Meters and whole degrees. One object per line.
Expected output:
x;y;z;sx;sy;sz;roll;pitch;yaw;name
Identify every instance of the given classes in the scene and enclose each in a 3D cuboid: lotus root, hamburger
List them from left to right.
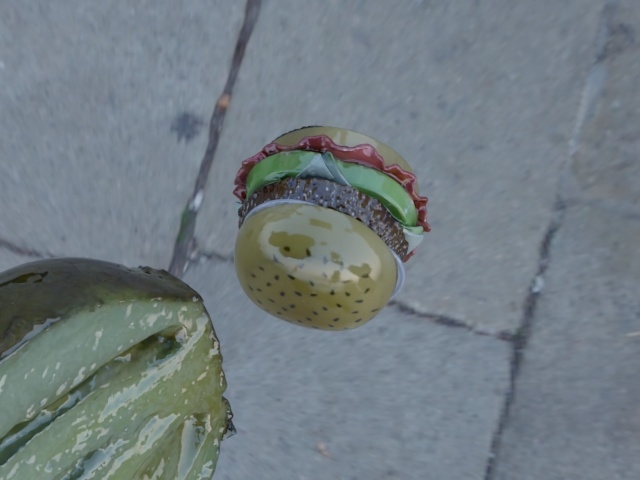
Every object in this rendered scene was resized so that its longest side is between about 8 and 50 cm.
-0.195;0.115;1.084;0.149;0.267;0.260;30;66;33;lotus root
0.003;-0.001;1.395;0.175;0.175;0.137;17;50;-4;hamburger
